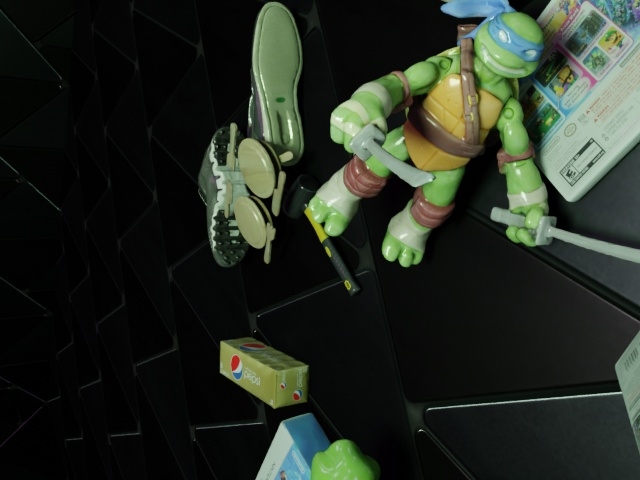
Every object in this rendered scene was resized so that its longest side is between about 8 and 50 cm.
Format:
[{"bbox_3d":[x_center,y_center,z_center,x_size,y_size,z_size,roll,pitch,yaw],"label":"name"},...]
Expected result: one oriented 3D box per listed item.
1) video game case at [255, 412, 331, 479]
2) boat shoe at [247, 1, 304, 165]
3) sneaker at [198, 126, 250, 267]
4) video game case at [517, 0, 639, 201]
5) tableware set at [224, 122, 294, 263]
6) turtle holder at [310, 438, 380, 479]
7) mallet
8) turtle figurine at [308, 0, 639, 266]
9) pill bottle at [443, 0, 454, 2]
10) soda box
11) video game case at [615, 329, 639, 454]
[{"bbox_3d":[-0.009,0.430,0.793,0.269,0.061,0.244,51,132,40],"label":"video game case"},{"bbox_3d":[-0.076,-0.225,0.830,0.079,0.084,0.233,8,101,54],"label":"boat shoe"},{"bbox_3d":[-0.166,-0.071,0.978,0.106,0.078,0.234,-7,85,60],"label":"sneaker"},{"bbox_3d":[0.222,-0.137,0.474,0.157,0.019,0.143,-57,48,40],"label":"video game case"},{"bbox_3d":[-0.089,-0.070,0.838,0.128,0.039,0.194,46,144,26],"label":"tableware set"},{"bbox_3d":[0.096,0.359,0.527,0.227,0.243,0.320,-58,14,9],"label":"turtle holder"},{"bbox_3d":[0.000,0.000,0.782,0.062,0.039,0.189,-48,58,45],"label":"mallet"},{"bbox_3d":[0.093,-0.044,0.491,0.266,0.198,0.274,129,130,-57],"label":"turtle figurine"},{"bbox_3d":[0.078,-0.339,0.540,0.278,0.162,0.162,48,129,42],"label":"pill bottle"},{"bbox_3d":[-0.093,0.204,0.896,0.181,0.061,0.058,9,98,54],"label":"soda box"},{"bbox_3d":[0.249,0.059,0.341,0.022,0.173,0.190,24,118,8],"label":"video game case"}]
